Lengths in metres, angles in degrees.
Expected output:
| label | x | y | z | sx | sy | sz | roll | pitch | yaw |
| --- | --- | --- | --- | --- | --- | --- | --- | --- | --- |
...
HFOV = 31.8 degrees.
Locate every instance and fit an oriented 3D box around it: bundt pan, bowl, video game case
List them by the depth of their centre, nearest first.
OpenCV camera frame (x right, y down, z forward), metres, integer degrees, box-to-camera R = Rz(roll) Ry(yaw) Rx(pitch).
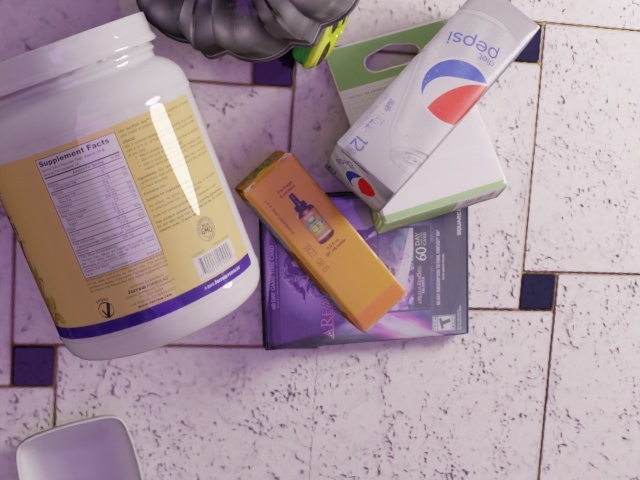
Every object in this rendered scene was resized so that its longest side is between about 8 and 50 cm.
| label | x | y | z | sx | sy | sz | roll | pitch | yaw |
| --- | --- | --- | --- | --- | --- | --- | --- | --- | --- |
| bundt pan | -0.097 | -0.357 | 1.228 | 0.330 | 0.124 | 0.331 | 2 | 102 | 9 |
| bowl | -0.293 | 0.285 | 1.373 | 0.142 | 0.053 | 0.142 | -15 | 101 | -13 |
| video game case | 0.059 | 0.034 | 1.440 | 0.274 | 0.026 | 0.196 | -4 | 99 | -15 |

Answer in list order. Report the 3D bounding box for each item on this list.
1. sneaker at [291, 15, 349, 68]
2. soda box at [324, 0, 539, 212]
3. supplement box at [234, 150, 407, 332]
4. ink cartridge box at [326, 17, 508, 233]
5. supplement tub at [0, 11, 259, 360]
| label | x | y | z | sx | sy | sz | roll | pitch | yaw |
| --- | --- | --- | --- | --- | --- | --- | --- | --- | --- |
| sneaker | -0.022 | -0.354 | 1.335 | 0.123 | 0.109 | 0.296 | 2 | 103 | 13 |
| soda box | 0.134 | -0.172 | 1.346 | 0.091 | 0.098 | 0.286 | 41 | 74 | 3 |
| supplement box | 0.000 | 0.000 | 1.368 | 0.078 | 0.080 | 0.233 | -41 | 107 | -6 |
| ink cartridge box | 0.115 | -0.145 | 1.414 | 0.171 | 0.056 | 0.235 | -17 | 78 | -12 |
| supplement tub | -0.228 | -0.060 | 1.240 | 0.241 | 0.241 | 0.331 | -23 | 103 | -10 |
